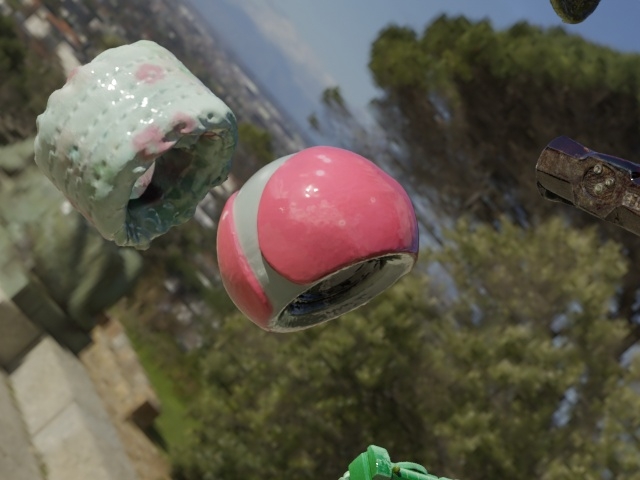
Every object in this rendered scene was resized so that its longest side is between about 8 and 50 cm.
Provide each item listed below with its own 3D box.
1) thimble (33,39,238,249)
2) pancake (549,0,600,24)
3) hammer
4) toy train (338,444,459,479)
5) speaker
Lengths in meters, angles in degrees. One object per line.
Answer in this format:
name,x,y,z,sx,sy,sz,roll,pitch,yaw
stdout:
thimble,-0.203,-0.098,1.490,0.149,0.211,0.185,45,40,20
pancake,0.291,-0.298,1.544,0.017,0.108,0.108,24,-17,48
hammer,0.521,-0.043,1.942,0.408,0.095,0.242,12,10,-36
toy train,0.109,0.333,1.802,0.178,0.104,0.071,21,38,-27
speaker,0.000,0.000,1.959,0.294,0.294,0.294,48,4,-4
